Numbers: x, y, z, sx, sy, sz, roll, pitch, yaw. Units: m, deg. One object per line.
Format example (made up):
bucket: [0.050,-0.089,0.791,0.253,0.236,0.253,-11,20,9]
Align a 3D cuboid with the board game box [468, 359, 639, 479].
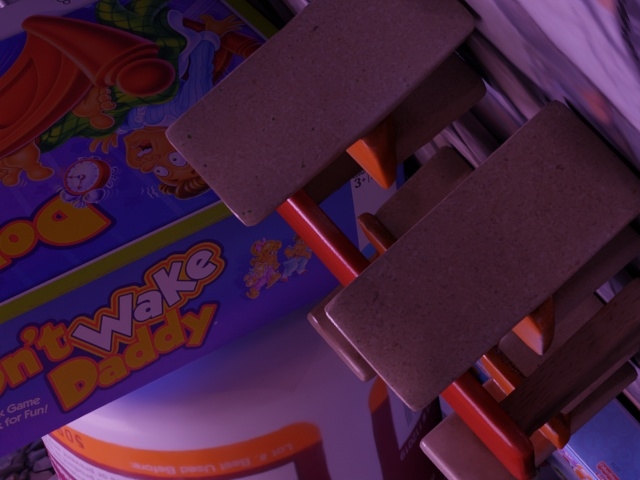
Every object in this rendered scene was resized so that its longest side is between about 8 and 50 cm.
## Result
board game box: [0.126,0.091,0.904,0.160,0.039,0.211,48,178,11]

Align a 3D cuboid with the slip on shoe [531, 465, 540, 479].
slip on shoe: [0.097,0.118,0.938,0.051,0.041,0.135,6,-176,11]

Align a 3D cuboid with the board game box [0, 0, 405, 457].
board game box: [-0.163,-0.010,0.828,0.233,0.347,0.078,45,153,43]

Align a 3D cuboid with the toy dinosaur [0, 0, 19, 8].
toy dinosaur: [-0.292,-0.200,1.200,0.164,0.321,0.218,-99,-5,-54]

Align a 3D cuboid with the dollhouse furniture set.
dollhouse furniture set: [0.060,0.062,0.587,0.259,0.135,0.262,48,177,17]

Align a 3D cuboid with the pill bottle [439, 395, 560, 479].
pill bottle: [0.086,0.171,1.292,0.161,0.161,0.283,51,176,-40]

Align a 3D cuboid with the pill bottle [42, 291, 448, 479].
pill bottle: [-0.033,0.143,0.998,0.224,0.224,0.392,46,157,42]
